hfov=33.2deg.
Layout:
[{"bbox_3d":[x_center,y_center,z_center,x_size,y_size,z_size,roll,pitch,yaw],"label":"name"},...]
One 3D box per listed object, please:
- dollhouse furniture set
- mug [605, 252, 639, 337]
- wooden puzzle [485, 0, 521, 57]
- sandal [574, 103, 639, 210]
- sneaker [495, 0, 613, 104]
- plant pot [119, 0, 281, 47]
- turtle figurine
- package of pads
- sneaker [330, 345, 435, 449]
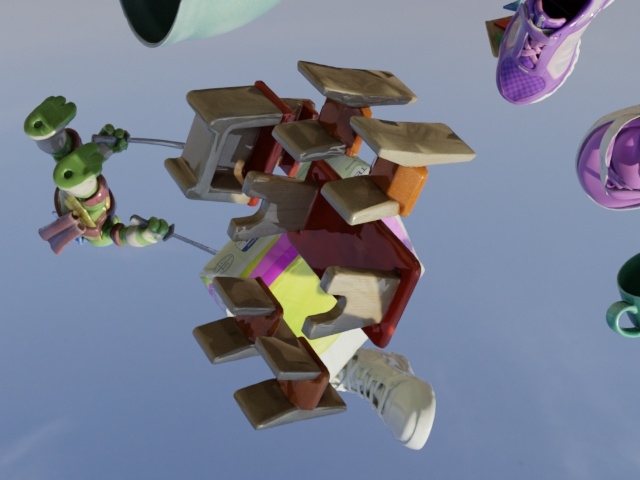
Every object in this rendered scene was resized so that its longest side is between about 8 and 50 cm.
[{"bbox_3d":[-0.006,-0.025,0.867,0.135,0.262,0.259,-3,-141,-38],"label":"dollhouse furniture set"},{"bbox_3d":[0.496,0.086,1.571,0.158,0.097,0.129,-16,-151,17],"label":"mug"},{"bbox_3d":[0.280,-0.300,1.562,0.079,0.014,0.116,-16,-118,1],"label":"wooden puzzle"},{"bbox_3d":[0.511,-0.133,1.714,0.102,0.169,0.416,-39,179,-22],"label":"sandal"},{"bbox_3d":[0.257,-0.244,1.211,0.095,0.236,0.104,38,-137,10],"label":"sneaker"},{"bbox_3d":[-0.106,-0.369,1.204,0.196,0.293,0.293,-8,-155,-25],"label":"plant pot"},{"bbox_3d":[-0.270,-0.092,1.468,0.275,0.197,0.266,-2,158,8],"label":"turtle figurine"},{"bbox_3d":[0.000,0.045,1.290,0.101,0.296,0.229,38,-99,29],"label":"package of pads"},{"bbox_3d":[0.069,0.229,1.666,0.169,0.108,0.292,18,-173,-13],"label":"sneaker"}]
